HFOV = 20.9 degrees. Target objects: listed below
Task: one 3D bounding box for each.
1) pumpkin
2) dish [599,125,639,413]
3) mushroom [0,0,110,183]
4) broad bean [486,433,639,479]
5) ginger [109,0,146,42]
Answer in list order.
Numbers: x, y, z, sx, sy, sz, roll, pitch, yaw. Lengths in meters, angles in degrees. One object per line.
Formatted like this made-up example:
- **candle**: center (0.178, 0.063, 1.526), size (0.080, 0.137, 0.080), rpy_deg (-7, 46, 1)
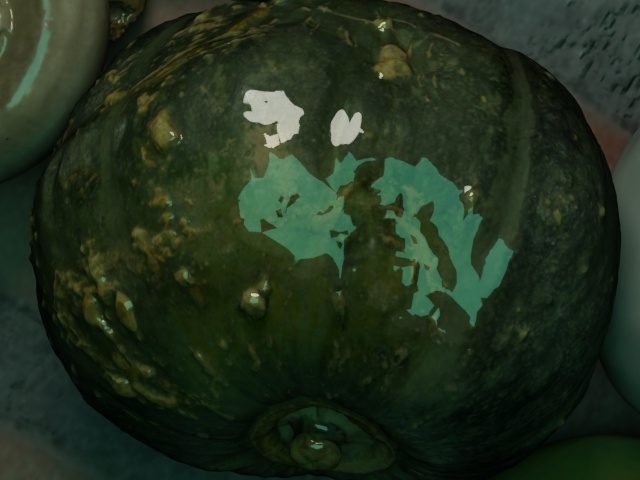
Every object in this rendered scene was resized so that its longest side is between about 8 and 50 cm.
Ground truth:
- **pumpkin**: center (0.000, 0.000, 0.997), size (0.327, 0.291, 0.257), rpy_deg (14, 59, -13)
- **dish**: center (0.259, 0.018, 1.074), size (0.256, 0.117, 0.256), rpy_deg (0, 91, -36)
- **mushroom**: center (-0.234, -0.129, 1.014), size (0.207, 0.215, 0.207), rpy_deg (1, 93, 11)
- **broad bean**: center (0.162, 0.263, 1.096), size (0.238, 0.119, 0.291), rpy_deg (22, 89, -3)
- **ginger**: center (-0.092, -0.199, 1.101), size (0.096, 0.067, 0.165), rpy_deg (24, 103, -4)
